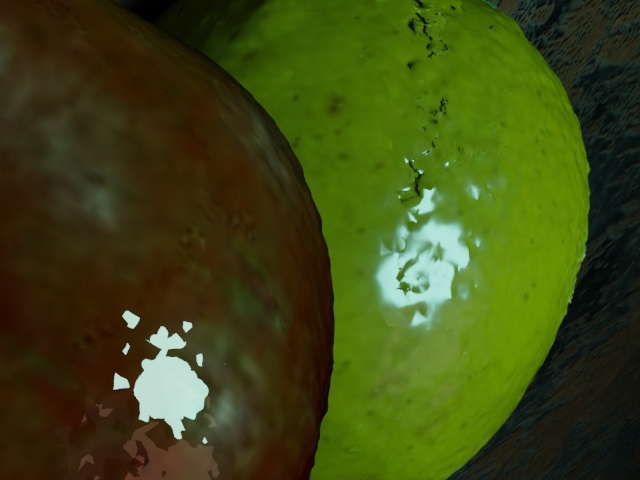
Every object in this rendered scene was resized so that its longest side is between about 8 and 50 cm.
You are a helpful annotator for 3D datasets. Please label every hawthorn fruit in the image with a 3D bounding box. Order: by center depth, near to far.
[{"bbox_3d":[-0.145,0.036,0.540,0.311,0.295,0.295,19,109,-29],"label":"hawthorn fruit"}]

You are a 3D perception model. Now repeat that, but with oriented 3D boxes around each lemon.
[{"bbox_3d":[0.000,0.000,0.786,0.258,0.258,0.310,63,40,-64],"label":"lemon"}]

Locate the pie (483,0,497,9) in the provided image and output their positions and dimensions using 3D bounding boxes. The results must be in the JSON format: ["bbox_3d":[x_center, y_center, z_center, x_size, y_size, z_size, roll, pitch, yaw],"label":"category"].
[{"bbox_3d":[0.057,-0.091,1.055,0.187,0.041,0.187,-41,154,-26],"label":"pie"}]
